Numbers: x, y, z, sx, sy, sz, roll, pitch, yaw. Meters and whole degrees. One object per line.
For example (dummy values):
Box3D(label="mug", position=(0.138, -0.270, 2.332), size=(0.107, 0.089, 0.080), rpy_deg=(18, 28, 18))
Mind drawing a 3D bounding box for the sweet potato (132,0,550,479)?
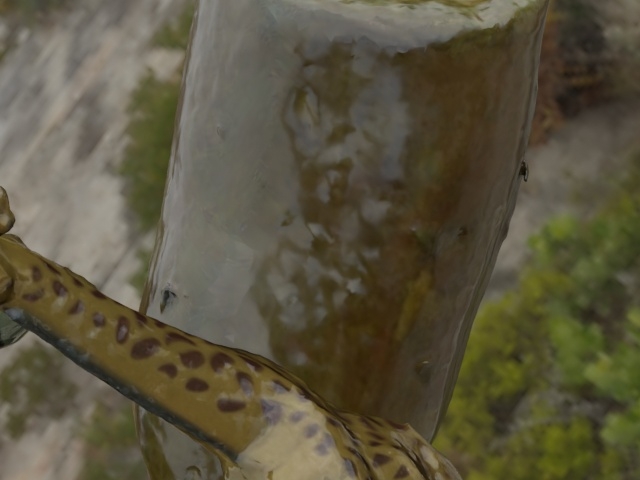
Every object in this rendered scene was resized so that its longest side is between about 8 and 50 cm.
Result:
Box3D(label="sweet potato", position=(0.000, 0.000, 0.717), size=(0.158, 0.158, 0.369), rpy_deg=(-120, 41, -70))

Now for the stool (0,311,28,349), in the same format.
Box3D(label="stool", position=(-0.279, 0.062, 1.014), size=(0.228, 0.153, 0.139), rpy_deg=(-27, 51, 9))

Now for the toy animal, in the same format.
Box3D(label="toy animal", position=(-0.013, 0.079, 0.545), size=(0.054, 0.275, 0.149), rpy_deg=(-37, 4, 33))
